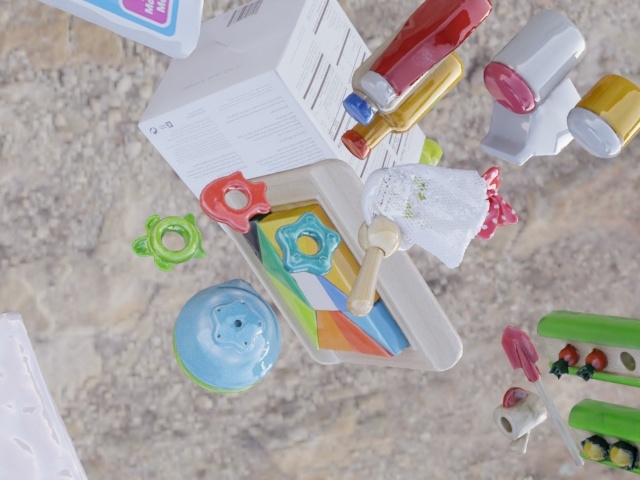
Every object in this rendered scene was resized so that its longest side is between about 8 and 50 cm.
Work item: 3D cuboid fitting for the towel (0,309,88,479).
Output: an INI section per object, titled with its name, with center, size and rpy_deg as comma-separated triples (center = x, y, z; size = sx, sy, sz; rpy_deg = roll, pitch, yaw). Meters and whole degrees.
[towel]
center = -0.266, 0.239, 0.651
size = 0.331, 0.317, 0.053
rpy_deg = -21, -177, -29

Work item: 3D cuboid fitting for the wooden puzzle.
[wooden puzzle]
center = 0.003, 0.034, 1.119
size = 0.221, 0.044, 0.238
rpy_deg = 57, 152, -13

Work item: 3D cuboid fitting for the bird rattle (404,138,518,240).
[bird rattle]
center = 0.145, -0.064, 1.699
size = 0.207, 0.143, 0.253
rpy_deg = -25, 156, 29

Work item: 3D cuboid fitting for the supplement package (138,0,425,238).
[supplement package]
center = -0.036, -0.130, 1.411
size = 0.199, 0.198, 0.263
rpy_deg = -17, 126, 31

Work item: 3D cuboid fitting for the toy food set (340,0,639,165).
[toy food set]
center = 0.093, -0.092, 0.779
size = 0.104, 0.232, 0.111
rpy_deg = -46, 126, -10

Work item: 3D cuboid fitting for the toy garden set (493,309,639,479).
[toy garden set]
center = 0.185, 0.168, 0.816
size = 0.049, 0.204, 0.244
rpy_deg = -26, 103, -25

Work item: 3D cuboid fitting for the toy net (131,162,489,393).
[toy net]
center = 0.000, 0.000, 0.768
size = 0.232, 0.122, 0.045
rpy_deg = -26, 169, -22

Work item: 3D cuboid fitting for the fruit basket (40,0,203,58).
[fruit basket]
center = -0.175, -0.266, 0.428
size = 0.353, 0.165, 0.327
rpy_deg = 21, 121, 7
